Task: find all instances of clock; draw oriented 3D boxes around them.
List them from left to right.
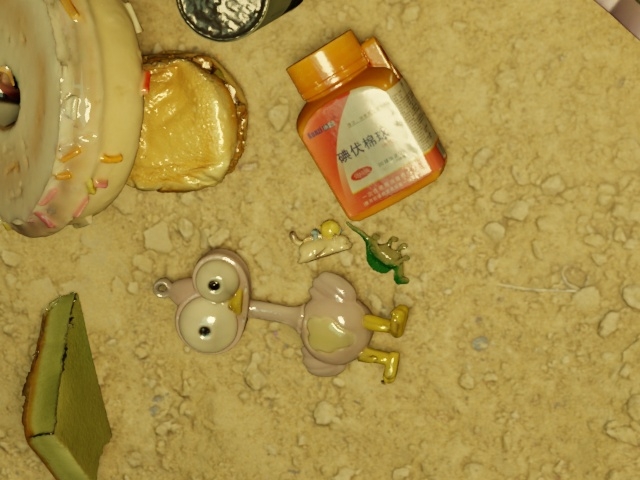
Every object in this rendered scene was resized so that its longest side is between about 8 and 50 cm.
[{"bbox_3d":[0.399,-0.277,1.384,0.064,0.172,0.198,-52,54,23],"label":"clock"}]

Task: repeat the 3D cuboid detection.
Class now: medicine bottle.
[{"bbox_3d":[0.053,-0.155,1.514,0.149,0.112,0.222,-28,99,18],"label":"medicine bottle"}]

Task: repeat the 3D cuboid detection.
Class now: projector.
[{"bbox_3d":[-0.085,-0.308,1.380,0.108,0.337,0.108,2,107,7],"label":"projector"}]

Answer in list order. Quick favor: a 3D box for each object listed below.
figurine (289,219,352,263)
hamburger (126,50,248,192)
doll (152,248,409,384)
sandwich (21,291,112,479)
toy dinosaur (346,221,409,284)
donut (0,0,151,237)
[{"bbox_3d":[0.000,0.000,1.611,0.083,0.047,0.051,-18,92,12],"label":"figurine"},{"bbox_3d":[-0.200,-0.157,1.569,0.213,0.108,0.214,3,106,10],"label":"hamburger"},{"bbox_3d":[-0.061,0.104,1.625,0.365,0.094,0.160,11,113,7],"label":"doll"},{"bbox_3d":[-0.370,0.239,1.721,0.063,0.245,0.212,-6,140,9],"label":"sandwich"},{"bbox_3d":[0.080,0.017,1.609,0.119,0.029,0.060,32,127,4],"label":"toy dinosaur"},{"bbox_3d":[-0.349,-0.187,1.492,0.382,0.142,0.383,8,100,53],"label":"donut"}]
